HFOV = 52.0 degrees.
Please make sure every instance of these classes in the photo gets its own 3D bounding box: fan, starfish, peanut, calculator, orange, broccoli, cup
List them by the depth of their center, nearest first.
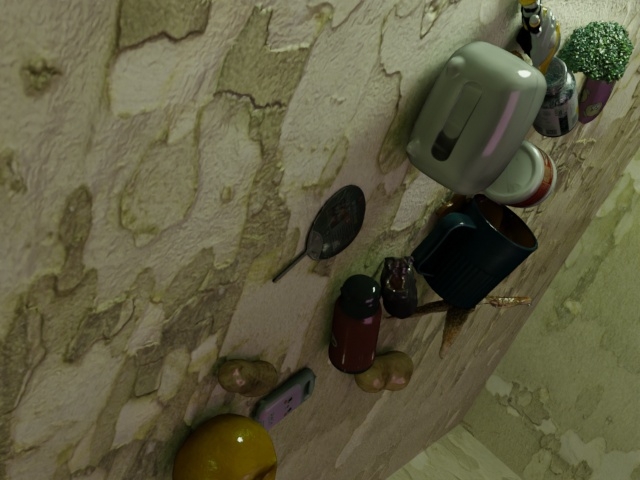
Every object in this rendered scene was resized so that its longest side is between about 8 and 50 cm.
[{"bbox_3d":[0.015,-0.028,1.561,0.294,0.012,0.223,-22,141,-43],"label":"fan"},{"bbox_3d":[-0.180,0.343,1.639,0.099,0.099,0.214,-51,154,2],"label":"peanut"},{"bbox_3d":[-0.241,0.585,1.688,0.279,0.235,0.279,-44,153,-29],"label":"orange"},{"bbox_3d":[0.802,-0.537,1.943,0.220,0.194,0.194,-12,151,9],"label":"broccoli"},{"bbox_3d":[-0.103,0.471,1.951,0.246,0.045,0.141,-32,147,-32],"label":"calculator"},{"bbox_3d":[0.464,0.047,2.011,0.308,0.242,0.292,-19,151,-54],"label":"cup"},{"bbox_3d":[0.455,0.248,2.204,0.398,0.384,0.132,-30,107,-50],"label":"starfish"},{"bbox_3d":[0.237,0.469,2.330,0.319,0.147,0.147,2,123,-55],"label":"peanut"}]

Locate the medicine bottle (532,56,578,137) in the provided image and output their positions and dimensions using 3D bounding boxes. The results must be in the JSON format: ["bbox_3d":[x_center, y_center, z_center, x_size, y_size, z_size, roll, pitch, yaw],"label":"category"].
[{"bbox_3d":[0.672,-0.418,1.911,0.141,0.141,0.293,-52,152,2],"label":"medicine bottle"}]

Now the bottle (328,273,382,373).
[{"bbox_3d":[0.101,0.235,1.862,0.144,0.144,0.336,-33,147,-29],"label":"bottle"}]

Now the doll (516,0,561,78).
[{"bbox_3d":[0.536,-0.528,1.628,0.103,0.145,0.316,-28,149,14],"label":"doll"}]

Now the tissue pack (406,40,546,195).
[{"bbox_3d":[0.349,-0.278,1.516,0.236,0.229,0.333,-13,134,-52],"label":"tissue pack"}]

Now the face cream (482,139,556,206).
[{"bbox_3d":[0.594,-0.202,1.990,0.187,0.201,0.201,5,120,-57],"label":"face cream"}]

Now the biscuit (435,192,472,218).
[{"bbox_3d":[0.417,-0.091,2.044,0.138,0.031,0.205,-43,152,5],"label":"biscuit"}]

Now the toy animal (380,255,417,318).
[{"bbox_3d":[0.219,0.122,1.868,0.343,0.106,0.168,55,36,-71],"label":"toy animal"}]

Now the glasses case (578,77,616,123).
[{"bbox_3d":[0.964,-0.539,2.256,0.123,0.076,0.316,-36,149,-25],"label":"glasses case"}]

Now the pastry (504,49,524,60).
[{"bbox_3d":[0.486,-0.433,1.718,0.080,0.056,0.140,-25,146,-37],"label":"pastry"}]
